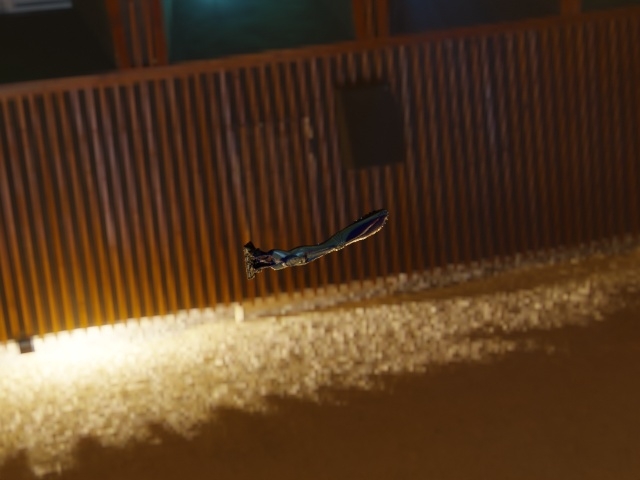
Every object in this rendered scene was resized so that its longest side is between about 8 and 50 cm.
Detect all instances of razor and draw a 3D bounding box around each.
[{"bbox_3d":[0.001,0.003,1.245,0.154,0.044,0.028,-19,-137,-18],"label":"razor"}]
